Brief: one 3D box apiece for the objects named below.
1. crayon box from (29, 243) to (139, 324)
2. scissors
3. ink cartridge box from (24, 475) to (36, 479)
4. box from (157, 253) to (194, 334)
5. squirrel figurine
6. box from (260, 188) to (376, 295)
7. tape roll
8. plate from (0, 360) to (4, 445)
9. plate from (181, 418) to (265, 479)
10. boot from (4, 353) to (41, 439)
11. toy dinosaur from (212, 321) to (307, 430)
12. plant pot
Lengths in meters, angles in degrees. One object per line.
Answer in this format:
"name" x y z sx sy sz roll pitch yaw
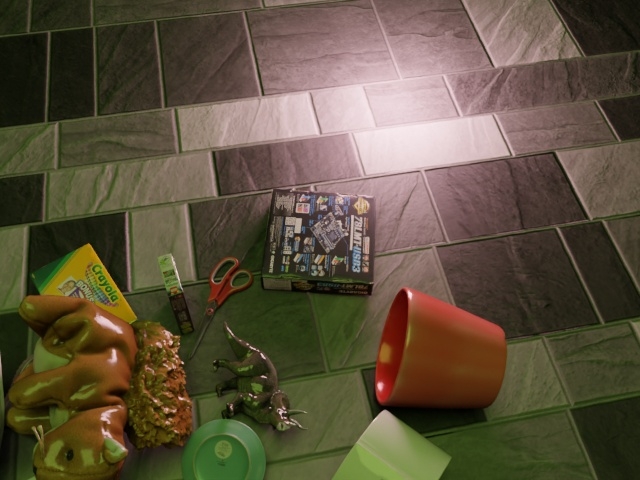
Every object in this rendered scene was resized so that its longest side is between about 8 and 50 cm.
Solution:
"crayon box" -0.585 0.158 1.667 0.165 0.081 0.278 -31 62 -20
"scissors" -0.285 0.166 1.711 0.109 0.021 0.297 29 61 14
"ink cartridge box" -0.588 0.639 1.307 0.396 0.151 0.270 -24 60 -15
"box" -0.349 0.134 1.615 0.036 0.207 0.114 -17 58 -13
"squirrel figurine" -0.434 0.338 1.381 0.397 0.281 0.370 5 36 -34
"box" 0.000 0.000 1.796 0.294 0.073 0.295 4 56 0
"tape roll" 0.135 0.498 1.368 0.169 0.246 0.246 33 62 18
"plate" -0.714 0.355 1.424 0.045 0.277 0.278 2 44 -32
"plate" -0.214 0.487 1.456 0.188 0.024 0.188 -1 77 5
"boot" -0.612 0.375 1.528 0.209 0.076 0.189 13 70 14
"toy dinosaur" -0.160 0.336 1.562 0.161 0.121 0.313 -10 52 -22
"plant pot" 0.278 0.265 1.531 0.243 0.275 0.274 13 57 -4
